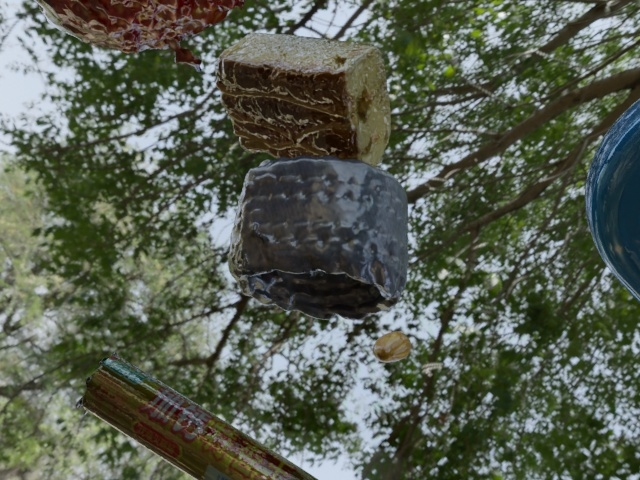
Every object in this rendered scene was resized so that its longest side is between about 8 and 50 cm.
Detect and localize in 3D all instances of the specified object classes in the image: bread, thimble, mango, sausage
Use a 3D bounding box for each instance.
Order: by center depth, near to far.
[{"bbox_3d":[-0.109,0.252,0.666,0.371,0.082,0.082,26,-43,13],"label":"sausage"},{"bbox_3d":[0.000,0.000,0.767,0.236,0.172,0.205,18,-32,-20],"label":"thimble"},{"bbox_3d":[-0.032,-0.202,0.877,0.274,0.114,0.185,23,-39,38],"label":"bread"},{"bbox_3d":[0.120,0.183,0.995,0.060,0.089,0.046,3,-82,26],"label":"mango"}]

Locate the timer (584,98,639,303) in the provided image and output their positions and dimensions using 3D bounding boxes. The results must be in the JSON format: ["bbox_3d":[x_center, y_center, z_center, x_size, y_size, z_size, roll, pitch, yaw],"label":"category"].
[{"bbox_3d":[0.404,-0.040,0.437,0.309,0.115,0.340,45,-64,-4],"label":"timer"}]

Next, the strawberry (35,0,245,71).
[{"bbox_3d":[-0.156,-0.334,0.616,0.292,0.292,0.343,47,-45,15],"label":"strawberry"}]
